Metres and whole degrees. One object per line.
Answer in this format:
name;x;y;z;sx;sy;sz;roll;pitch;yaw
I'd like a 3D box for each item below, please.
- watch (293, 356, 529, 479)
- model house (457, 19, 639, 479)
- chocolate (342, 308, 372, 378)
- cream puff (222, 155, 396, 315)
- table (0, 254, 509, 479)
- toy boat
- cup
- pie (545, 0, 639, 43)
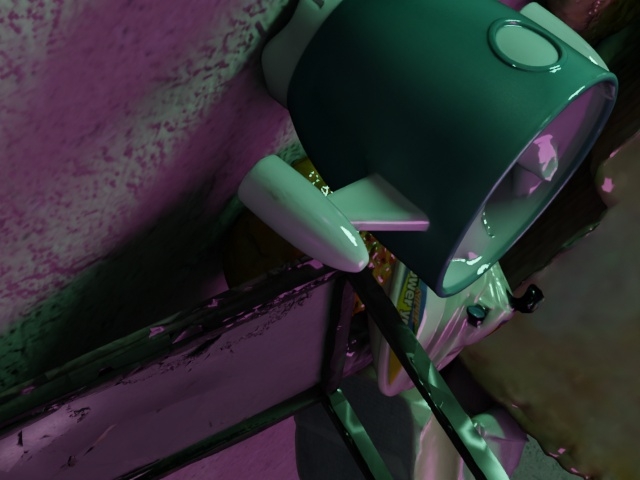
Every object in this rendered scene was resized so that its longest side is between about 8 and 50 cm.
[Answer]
watch;0.104;0.179;1.354;0.241;0.253;0.161;-8;108;-43
model house;0.381;-0.018;1.318;0.445;0.395;0.400;-43;-163;24
chocolate;0.046;0.047;1.166;0.248;0.110;0.110;-29;154;-49
cream puff;0.002;0.004;0.960;0.144;0.103;0.126;-40;160;-46
table;-0.065;0.215;0.814;0.335;0.272;0.222;-24;155;-18
toy boat;0.110;-0.008;1.050;0.141;0.141;0.269;3;90;-69
cup;0.060;-0.080;0.805;0.300;0.173;0.167;-34;157;-42
pie;0.308;-0.296;1.125;0.339;0.077;0.339;-44;162;-18
